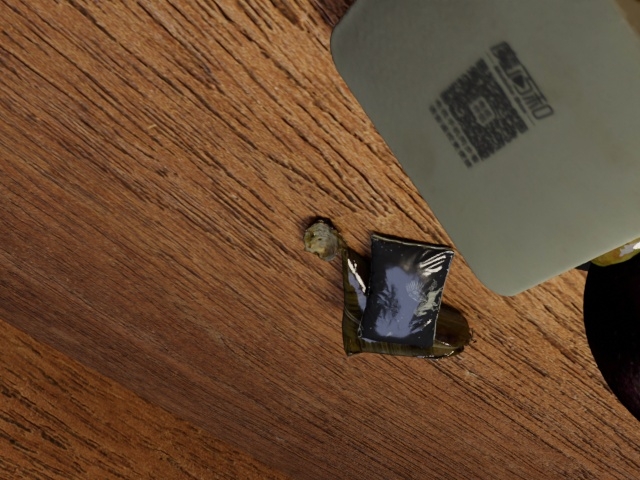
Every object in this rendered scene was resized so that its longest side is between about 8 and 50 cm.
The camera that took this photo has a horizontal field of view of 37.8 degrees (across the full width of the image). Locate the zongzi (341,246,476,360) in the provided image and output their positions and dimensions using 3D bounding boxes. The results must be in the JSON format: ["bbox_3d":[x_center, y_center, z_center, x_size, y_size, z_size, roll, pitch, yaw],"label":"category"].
[{"bbox_3d":[0.156,0.111,1.655,0.248,0.111,0.241,4,134,7],"label":"zongzi"}]

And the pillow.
[{"bbox_3d":[0.141,0.090,1.570,0.141,0.055,0.208,10,121,9],"label":"pillow"}]

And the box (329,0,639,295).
[{"bbox_3d":[0.193,-0.149,0.923,0.367,0.090,0.373,56,149,3],"label":"box"}]

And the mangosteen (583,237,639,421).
[{"bbox_3d":[0.447,0.044,1.043,0.435,0.382,0.382,38,150,-10],"label":"mangosteen"}]

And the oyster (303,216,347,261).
[{"bbox_3d":[0.001,-0.001,1.593,0.086,0.029,0.132,34,153,-18],"label":"oyster"}]

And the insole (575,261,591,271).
[{"bbox_3d":[0.429,0.028,1.324,0.253,0.005,0.086,6,153,34],"label":"insole"}]
